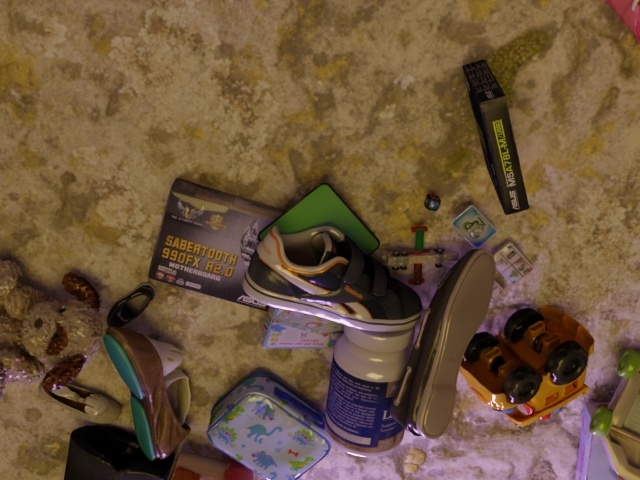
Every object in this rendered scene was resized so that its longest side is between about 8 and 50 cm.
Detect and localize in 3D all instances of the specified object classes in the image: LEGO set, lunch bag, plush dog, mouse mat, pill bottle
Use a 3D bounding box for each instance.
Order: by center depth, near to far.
[{"bbox_3d":[0.000,0.000,1.437,0.153,0.007,0.189,-38,127,7],"label":"mouse mat"},{"bbox_3d":[0.229,0.023,1.475,0.182,0.060,0.244,-41,116,15],"label":"LEGO set"},{"bbox_3d":[-0.495,0.175,1.500,0.226,0.262,0.210,-6,152,16],"label":"plush dog"},{"bbox_3d":[0.093,0.249,1.529,0.153,0.153,0.264,5,119,0],"label":"pill bottle"},{"bbox_3d":[-0.093,0.366,1.636,0.219,0.090,0.176,37,115,-16],"label":"lunch bag"}]

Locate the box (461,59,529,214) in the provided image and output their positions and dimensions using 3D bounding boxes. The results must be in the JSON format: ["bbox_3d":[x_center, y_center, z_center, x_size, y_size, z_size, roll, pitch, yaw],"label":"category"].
[{"bbox_3d":[0.265,-0.161,1.280,0.045,0.190,0.184,-17,117,10],"label":"box"}]

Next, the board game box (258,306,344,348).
[{"bbox_3d":[-0.024,0.148,1.519,0.154,0.026,0.103,5,121,-26],"label":"board game box"}]

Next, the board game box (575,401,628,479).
[{"bbox_3d":[0.674,0.459,1.667,0.319,0.066,0.317,-1,118,3],"label":"board game box"}]

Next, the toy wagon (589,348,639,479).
[{"bbox_3d":[0.664,0.293,1.533,0.267,0.068,0.344,25,91,2],"label":"toy wagon"}]

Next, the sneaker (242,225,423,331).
[{"bbox_3d":[0.041,0.061,1.400,0.321,0.126,0.127,12,119,-20],"label":"sneaker"}]

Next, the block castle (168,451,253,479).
[{"bbox_3d":[-0.252,0.673,1.690,0.213,0.303,0.453,17,119,-8],"label":"block castle"}]

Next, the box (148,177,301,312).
[{"bbox_3d":[-0.166,0.011,1.467,0.231,0.056,0.183,17,118,-7],"label":"box"}]

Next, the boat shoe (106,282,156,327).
[{"bbox_3d":[-0.351,0.127,1.547,0.125,0.038,0.046,-36,111,19],"label":"boat shoe"}]

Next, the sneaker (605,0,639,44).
[{"bbox_3d":[0.462,-0.364,1.192,0.314,0.136,0.116,40,112,-17],"label":"sneaker"}]

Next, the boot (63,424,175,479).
[{"bbox_3d":[-0.531,0.569,1.731,0.367,0.146,0.445,14,121,-14],"label":"boot"}]

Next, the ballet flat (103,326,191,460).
[{"bbox_3d":[-0.309,0.270,1.582,0.124,0.116,0.342,-30,129,-28],"label":"ballet flat"}]

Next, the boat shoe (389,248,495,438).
[{"bbox_3d":[0.199,0.166,1.430,0.112,0.096,0.335,22,85,-43],"label":"boat shoe"}]

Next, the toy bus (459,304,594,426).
[{"bbox_3d":[0.367,0.253,1.502,0.220,0.149,0.211,-24,126,-16],"label":"toy bus"}]

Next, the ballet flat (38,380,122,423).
[{"bbox_3d":[-0.469,0.313,1.637,0.168,0.057,0.052,20,153,-8],"label":"ballet flat"}]
